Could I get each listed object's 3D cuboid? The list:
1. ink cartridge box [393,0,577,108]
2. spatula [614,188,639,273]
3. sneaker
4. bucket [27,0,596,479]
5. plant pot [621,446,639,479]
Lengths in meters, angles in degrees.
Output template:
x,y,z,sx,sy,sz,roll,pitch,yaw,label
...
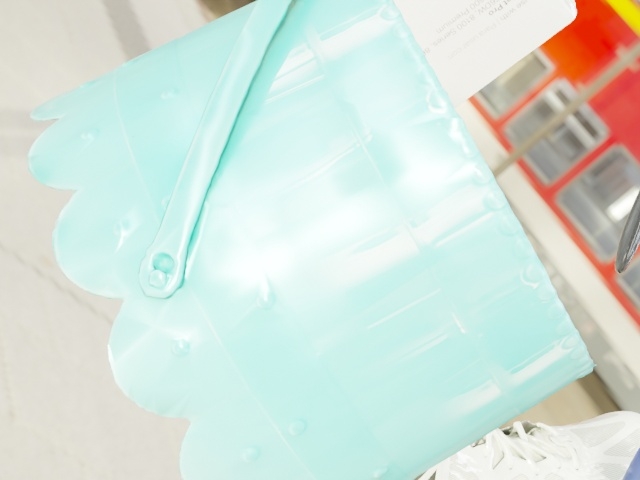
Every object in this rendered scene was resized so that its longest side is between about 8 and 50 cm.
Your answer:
x,y,z,sx,sy,sz,roll,pitch,yaw,label
0.014,-0.328,1.217,0.395,0.166,0.285,46,13,-36,ink cartridge box
0.344,-0.109,1.497,0.030,0.296,0.084,12,6,9,spatula
0.220,0.255,1.712,0.169,0.447,0.257,27,-44,54,sneaker
0.000,0.000,0.736,0.281,0.183,0.281,60,6,-10,bucket
0.430,0.378,1.531,0.236,0.236,0.212,18,8,-23,plant pot
